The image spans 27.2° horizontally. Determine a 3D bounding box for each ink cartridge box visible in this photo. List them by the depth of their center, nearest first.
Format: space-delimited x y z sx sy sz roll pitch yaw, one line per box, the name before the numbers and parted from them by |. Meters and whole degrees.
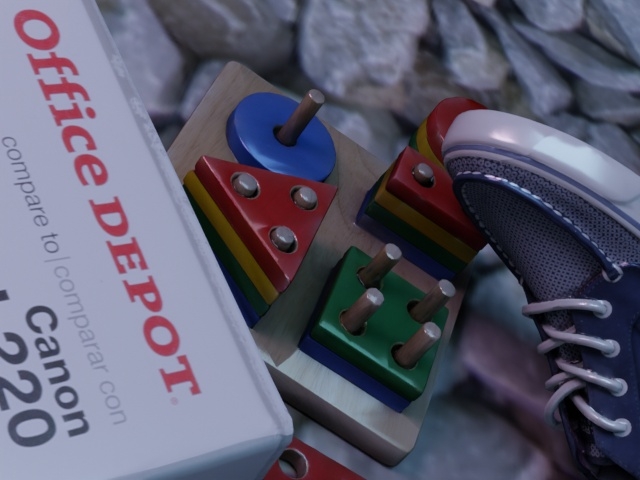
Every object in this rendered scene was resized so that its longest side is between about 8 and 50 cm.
ink cartridge box | -0.138 0.023 0.325 0.218 0.092 0.158 -10 65 -38

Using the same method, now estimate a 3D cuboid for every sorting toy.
sorting toy | 0.000 0.000 0.495 0.132 0.046 0.274 34 42 -7

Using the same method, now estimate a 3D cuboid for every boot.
boot | 0.107 0.036 0.496 0.190 0.069 0.086 36 71 -21
